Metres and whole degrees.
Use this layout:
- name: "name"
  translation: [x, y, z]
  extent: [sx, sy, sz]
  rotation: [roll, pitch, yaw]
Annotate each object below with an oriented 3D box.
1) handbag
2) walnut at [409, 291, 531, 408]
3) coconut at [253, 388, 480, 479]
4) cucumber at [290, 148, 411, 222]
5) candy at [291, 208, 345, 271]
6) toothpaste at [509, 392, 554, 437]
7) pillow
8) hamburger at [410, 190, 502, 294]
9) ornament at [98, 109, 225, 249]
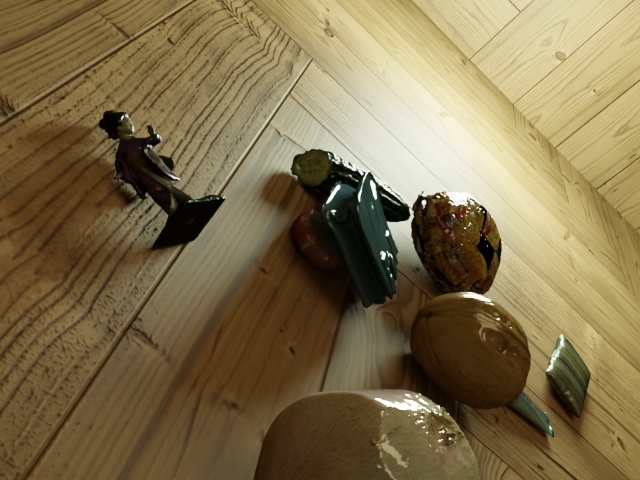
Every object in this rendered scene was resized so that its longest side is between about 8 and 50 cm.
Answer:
- name: "handbag"
  translation: [0.073, -0.004, 1.160]
  extent: [0.229, 0.062, 0.179]
  rotation: [-61, 128, -72]
- name: "walnut"
  translation: [0.234, 0.166, 1.154]
  extent: [0.197, 0.165, 0.165]
  rotation: [45, 27, -23]
- name: "coconut"
  translation: [0.036, 0.248, 0.719]
  extent: [0.234, 0.224, 0.224]
  rotation: [25, 34, -58]
- name: "cucumber"
  translation: [0.065, -0.093, 1.334]
  extent: [0.265, 0.077, 0.077]
  rotation: [22, 38, -43]
- name: "candy"
  translation: [0.000, 0.000, 1.150]
  extent: [0.103, 0.043, 0.103]
  rotation: [38, 27, -23]
- name: "toothpaste"
  translation: [0.339, 0.273, 1.298]
  extent: [0.205, 0.036, 0.056]
  rotation: [40, 27, -24]
- name: "pillow"
  translation: [0.507, 0.275, 1.525]
  extent: [0.113, 0.038, 0.203]
  rotation: [54, 29, 4]
- name: "hamburger"
  translation: [0.257, 0.001, 1.418]
  extent: [0.231, 0.106, 0.231]
  rotation: [31, 50, -45]
- name: "ornament"
  translation: [-0.212, -0.096, 0.932]
  extent: [0.203, 0.081, 0.088]
  rotation: [56, 29, 14]
